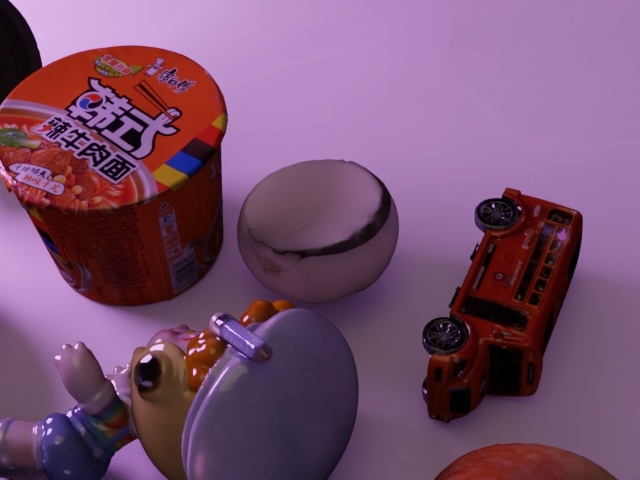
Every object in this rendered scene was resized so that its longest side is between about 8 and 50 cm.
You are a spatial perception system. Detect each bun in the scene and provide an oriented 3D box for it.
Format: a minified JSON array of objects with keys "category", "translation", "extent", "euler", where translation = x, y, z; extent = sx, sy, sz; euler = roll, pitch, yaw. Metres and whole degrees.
[{"category":"bun","translation":[0.000,0.000,1.345],"extent":[0.173,0.119,0.172],"euler":[-5,42,5]}]

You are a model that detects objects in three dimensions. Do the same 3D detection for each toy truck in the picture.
[{"category":"toy truck","translation":[0.185,0.070,1.275],"extent":[0.114,0.107,0.252],"euler":[14,52,17]}]

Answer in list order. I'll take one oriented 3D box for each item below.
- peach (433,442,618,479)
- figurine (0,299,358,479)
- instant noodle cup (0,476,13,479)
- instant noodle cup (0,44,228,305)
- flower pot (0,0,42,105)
[{"category":"peach","translation":[0.164,0.273,1.062],"extent":[0.233,0.232,0.232],"euler":[-2,49,3]},{"category":"figurine","translation":[-0.148,0.185,1.197],"extent":[0.382,0.224,0.205],"euler":[-15,68,23]},{"category":"instant noodle cup","translation":[-0.381,0.260,1.138],"extent":[0.185,0.168,0.168],"euler":[8,50,2]},{"category":"instant noodle cup","translation":[-0.213,-0.059,1.366],"extent":[0.251,0.192,0.250],"euler":[-3,48,3]},{"category":"flower pot","translation":[-0.469,-0.193,1.513],"extent":[0.148,0.235,0.235],"euler":[8,47,38]}]
